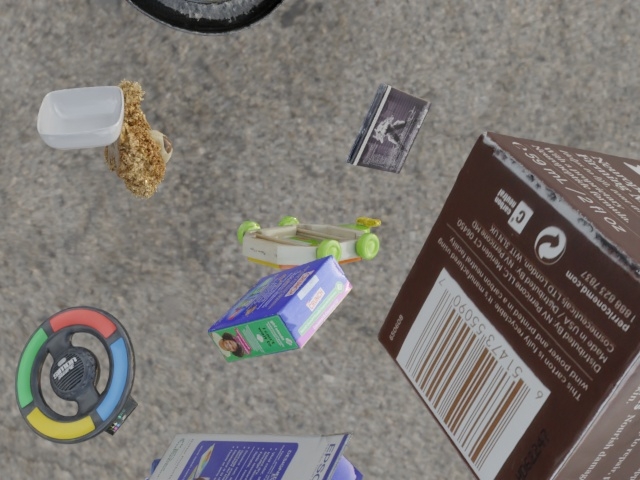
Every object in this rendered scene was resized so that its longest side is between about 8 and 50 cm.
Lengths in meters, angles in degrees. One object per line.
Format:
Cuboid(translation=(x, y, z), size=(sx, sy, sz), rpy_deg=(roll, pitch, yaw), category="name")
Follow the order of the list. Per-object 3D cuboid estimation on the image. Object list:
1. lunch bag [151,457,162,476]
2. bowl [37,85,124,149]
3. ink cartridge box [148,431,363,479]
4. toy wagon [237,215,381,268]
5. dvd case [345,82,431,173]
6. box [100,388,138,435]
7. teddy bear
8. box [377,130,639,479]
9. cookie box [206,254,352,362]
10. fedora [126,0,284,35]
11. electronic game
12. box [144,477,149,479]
Cuboid(translation=(-0.175, 0.321, 1.100), size=(0.065, 0.098, 0.067), rpy_deg=(-11, 73, 14), category="lunch bag")
Cuboid(translation=(-0.404, -0.204, 1.415), size=(0.142, 0.142, 0.053), rpy_deg=(-6, 131, -4), category="bowl")
Cuboid(translation=(-0.074, 0.232, 0.634), size=(0.065, 0.333, 0.165), rpy_deg=(39, 64, -16), category="ink cartridge box")
Cuboid(translation=(0.000, 0.000, 1.797), size=(0.344, 0.267, 0.068), rpy_deg=(-9, 106, -44), category="toy wagon")
Cuboid(translation=(0.139, -0.218, 1.647), size=(0.221, 0.018, 0.164), rpy_deg=(1, 117, -60), category="dvd case")
Cuboid(translation=(-0.432, 0.348, 1.711), size=(0.083, 0.062, 0.052), rpy_deg=(-51, 133, -6), category="box")
Cuboid(translation=(-0.382, -0.203, 1.711), size=(0.113, 0.338, 0.245), rpy_deg=(-3, 92, -20), category="teddy bear")
Cuboid(translation=(0.180, 0.053, 0.517), size=(0.203, 0.168, 0.167), rpy_deg=(4, 123, -33), category="box")
Cuboid(translation=(-0.037, 0.064, 0.757), size=(0.040, 0.107, 0.092), rpy_deg=(56, 48, -13), category="cookie box")
Cuboid(translation=(-0.099, -0.385, 0.919), size=(0.334, 0.152, 0.334), rpy_deg=(-9, 103, -44), category="fedora")
Cuboid(translation=(-0.410, 0.221, 1.375), size=(0.229, 0.229, 0.048), rpy_deg=(-69, 155, -9), category="electronic game")
Cuboid(translation=(-0.353, 0.561, 1.635), size=(0.036, 0.225, 0.136), rpy_deg=(26, 62, 13), category="box")
